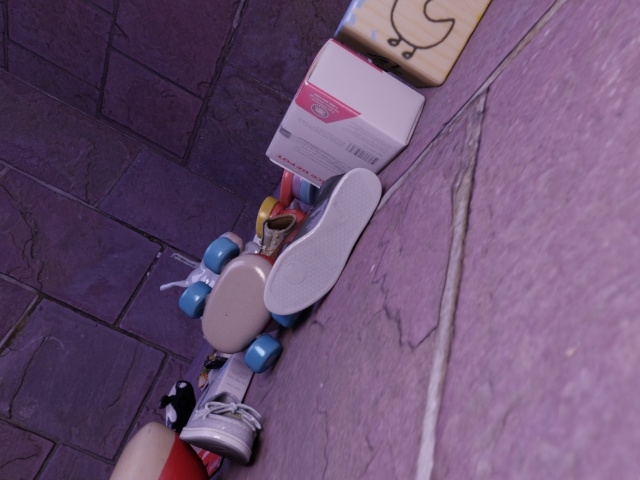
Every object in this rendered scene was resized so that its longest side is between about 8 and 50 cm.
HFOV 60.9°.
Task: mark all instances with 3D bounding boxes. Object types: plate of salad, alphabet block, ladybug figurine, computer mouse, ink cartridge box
[{"bbox_3d":[-0.387,0.435,1.934,0.200,0.048,0.200,-60,9,17],"label":"plate of salad"},{"bbox_3d":[0.157,-0.403,0.962,0.192,0.197,0.193,-61,10,13],"label":"alphabet block"},{"bbox_3d":[-0.274,0.474,0.844,0.449,0.161,0.305,-95,24,-68],"label":"ladybug figurine"},{"bbox_3d":[-0.246,0.346,1.378,0.193,0.106,0.042,111,160,-52],"label":"computer mouse"},{"bbox_3d":[0.035,-0.214,1.048,0.117,0.207,0.283,-65,10,-23],"label":"ink cartridge box"},{"bbox_3d":[-0.258,0.427,1.241,0.296,0.066,0.261,-54,12,42],"label":"ink cartridge box"}]

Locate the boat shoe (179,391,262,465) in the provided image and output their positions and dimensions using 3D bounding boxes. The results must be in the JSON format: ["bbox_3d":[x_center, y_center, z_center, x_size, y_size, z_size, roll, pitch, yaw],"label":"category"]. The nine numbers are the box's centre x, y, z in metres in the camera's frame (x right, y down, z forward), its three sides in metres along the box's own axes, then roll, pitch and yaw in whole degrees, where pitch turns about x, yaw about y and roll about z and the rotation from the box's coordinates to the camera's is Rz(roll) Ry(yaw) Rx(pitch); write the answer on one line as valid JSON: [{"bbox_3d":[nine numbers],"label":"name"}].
[{"bbox_3d":[-0.168,0.315,0.946,0.320,0.118,0.103,123,169,-70],"label":"boat shoe"}]

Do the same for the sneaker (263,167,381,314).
[{"bbox_3d":[0.001,0.000,0.982,0.296,0.104,0.147,-56,8,4],"label":"sneaker"}]

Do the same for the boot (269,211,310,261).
[{"bbox_3d":[-0.048,-0.017,1.296,0.281,0.096,0.264,-63,1,-29],"label":"boot"}]

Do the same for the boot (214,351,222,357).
[{"bbox_3d":[-0.333,0.376,1.830,0.087,0.042,0.118,-58,13,15],"label":"boot"}]

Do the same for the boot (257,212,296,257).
[{"bbox_3d":[-0.142,0.032,1.368,0.213,0.077,0.165,-34,-32,-37],"label":"boot"}]

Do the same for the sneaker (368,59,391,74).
[{"bbox_3d":[0.219,-0.489,1.195,0.292,0.110,0.118,-45,10,35],"label":"sneaker"}]

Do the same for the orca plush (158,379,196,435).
[{"bbox_3d":[-0.436,0.556,1.718,0.102,0.151,0.287,-25,21,18],"label":"orca plush"}]

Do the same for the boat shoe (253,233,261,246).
[{"bbox_3d":[-0.193,0.091,1.746,0.109,0.091,0.305,14,75,42],"label":"boat shoe"}]

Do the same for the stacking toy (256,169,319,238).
[{"bbox_3d":[-0.061,-0.071,1.607,0.280,0.130,0.309,87,-158,-53],"label":"stacking toy"}]

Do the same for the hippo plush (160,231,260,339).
[{"bbox_3d":[-0.255,0.125,1.481,0.234,0.294,0.236,-66,26,21],"label":"hippo plush"}]

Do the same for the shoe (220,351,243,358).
[{"bbox_3d":[-0.238,0.284,1.541,0.076,0.058,0.219,-51,15,49],"label":"shoe"}]

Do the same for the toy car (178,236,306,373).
[{"bbox_3d":[-0.121,0.122,1.134,0.210,0.219,0.238,-60,-18,13],"label":"toy car"}]

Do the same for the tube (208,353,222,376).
[{"bbox_3d":[-0.269,0.336,1.618,0.080,0.052,0.207,-44,12,32],"label":"tube"}]
